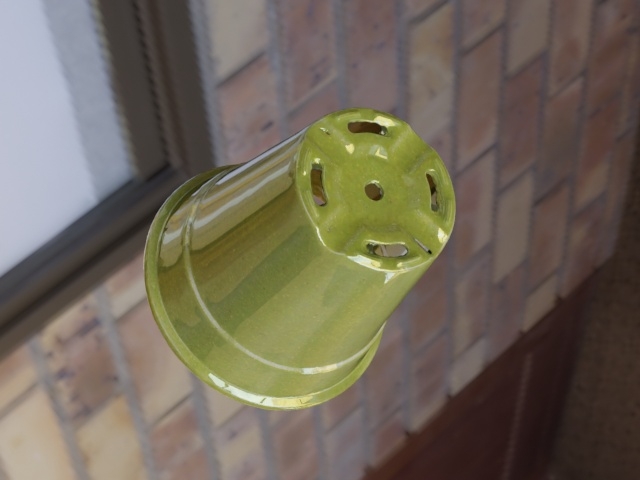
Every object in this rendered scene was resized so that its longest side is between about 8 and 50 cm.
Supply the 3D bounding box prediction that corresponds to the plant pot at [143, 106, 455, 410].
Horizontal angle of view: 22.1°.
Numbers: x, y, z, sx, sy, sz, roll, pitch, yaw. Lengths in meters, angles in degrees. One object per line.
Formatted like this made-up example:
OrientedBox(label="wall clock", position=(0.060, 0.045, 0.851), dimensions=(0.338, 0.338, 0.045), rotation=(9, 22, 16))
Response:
OrientedBox(label="plant pot", position=(0.000, 0.000, 0.489), dimensions=(0.083, 0.083, 0.079), rotation=(51, 146, 0))
